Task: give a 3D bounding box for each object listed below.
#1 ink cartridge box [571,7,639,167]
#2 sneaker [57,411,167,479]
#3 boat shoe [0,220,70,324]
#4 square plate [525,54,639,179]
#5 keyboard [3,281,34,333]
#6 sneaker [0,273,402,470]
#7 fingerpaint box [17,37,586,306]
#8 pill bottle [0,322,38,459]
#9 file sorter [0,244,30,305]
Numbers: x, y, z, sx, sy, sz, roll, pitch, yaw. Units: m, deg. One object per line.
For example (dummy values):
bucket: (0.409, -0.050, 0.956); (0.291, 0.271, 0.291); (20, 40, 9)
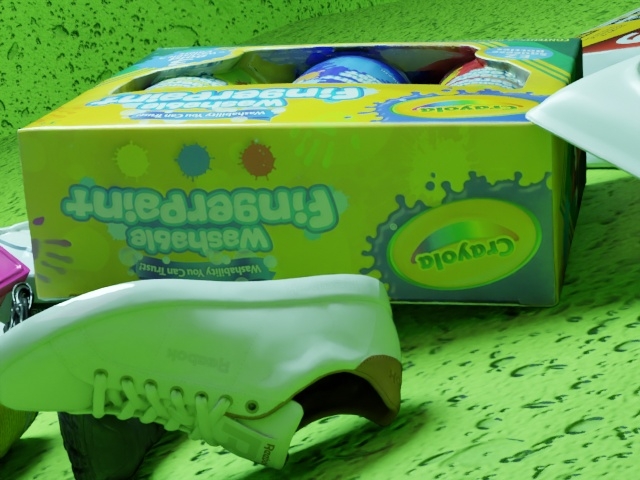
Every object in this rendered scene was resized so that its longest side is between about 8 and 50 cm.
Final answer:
ink cartridge box: (0.378, -0.188, 1.668); (0.309, 0.130, 0.272); (-26, 14, -30)
sneaker: (-0.142, 0.105, 1.223); (0.130, 0.109, 0.286); (-8, 17, -3)
boat shoe: (-0.251, 0.032, 1.577); (0.367, 0.135, 0.156); (-2, 20, 40)
square plate: (0.392, -0.097, 1.152); (0.347, 0.049, 0.344); (-25, 41, -33)
keyboard: (-0.315, 0.064, 1.224); (0.202, 0.033, 0.317); (1, 19, -10)
sneaker: (-0.081, 0.097, 1.054); (0.290, 0.123, 0.106); (-7, -31, -12)
fingerpaint box: (0.007, -0.077, 1.414); (0.445, 0.163, 0.371); (0, 18, 14)
pill bottle: (-0.305, 0.145, 1.217); (0.117, 0.117, 0.215); (-14, 14, 14)
file sorter: (-0.457, 0.080, 1.429); (0.182, 0.202, 0.291); (-58, -11, 32)
